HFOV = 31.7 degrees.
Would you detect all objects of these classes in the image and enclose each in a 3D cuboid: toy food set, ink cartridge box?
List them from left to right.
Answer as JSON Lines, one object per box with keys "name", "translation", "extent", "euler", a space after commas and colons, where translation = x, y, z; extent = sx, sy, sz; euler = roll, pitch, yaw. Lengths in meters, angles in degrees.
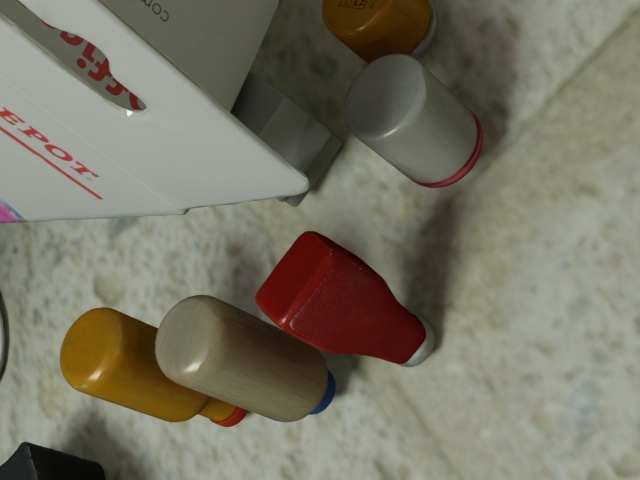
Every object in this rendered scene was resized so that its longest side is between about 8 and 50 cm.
{"name": "ink cartridge box", "translation": [-0.168, -0.107, 0.488], "extent": [0.353, 0.207, 0.119], "euler": [-1, 59, 43]}
{"name": "toy food set", "translation": [0.000, 0.000, 0.508], "extent": [0.111, 0.104, 0.232], "euler": [37, 94, 41]}

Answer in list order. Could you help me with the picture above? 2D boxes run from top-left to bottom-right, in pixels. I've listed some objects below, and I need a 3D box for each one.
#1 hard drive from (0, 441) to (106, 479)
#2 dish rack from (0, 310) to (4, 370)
{"name": "hard drive", "translation": [-0.201, 0.303, 0.574], "extent": [0.339, 0.064, 0.237], "euler": [-49, 41, 13]}
{"name": "dish rack", "translation": [-0.368, 0.053, 0.753], "extent": [0.333, 0.072, 0.285], "euler": [46, 116, 25]}
